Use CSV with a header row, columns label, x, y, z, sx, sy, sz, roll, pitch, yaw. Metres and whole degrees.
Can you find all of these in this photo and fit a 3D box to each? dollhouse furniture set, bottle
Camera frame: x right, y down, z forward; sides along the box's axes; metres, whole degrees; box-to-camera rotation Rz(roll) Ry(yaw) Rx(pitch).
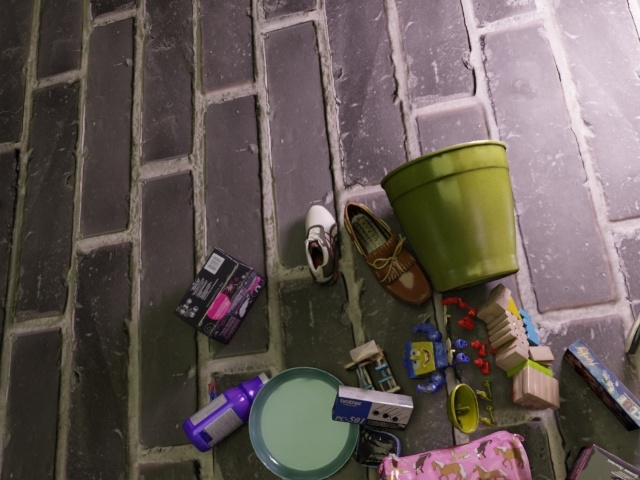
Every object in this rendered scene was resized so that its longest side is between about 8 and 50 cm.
label,x,y,z,sx,sy,sz,roll,pitch,yaw
dollhouse furniture set,0.133,0.378,1.771,0.129,0.183,0.129,-27,66,6
bottle,-0.264,0.500,1.877,0.283,0.118,0.092,-36,46,-11

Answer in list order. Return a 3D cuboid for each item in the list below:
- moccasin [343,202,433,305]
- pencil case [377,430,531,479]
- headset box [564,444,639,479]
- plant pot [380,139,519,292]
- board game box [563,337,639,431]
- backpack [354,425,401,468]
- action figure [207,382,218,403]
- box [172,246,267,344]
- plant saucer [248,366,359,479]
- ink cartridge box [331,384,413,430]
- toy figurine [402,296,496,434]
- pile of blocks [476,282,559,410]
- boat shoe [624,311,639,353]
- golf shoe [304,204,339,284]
label,x,y,z,sx,sy,sz,roll,pitch,yaw
moccasin,0.196,0.033,1.893,0.139,0.147,0.380,-32,66,3
pencil case,0.341,0.605,1.620,0.386,0.167,0.160,-13,26,1
headset box,0.702,0.580,1.474,0.218,0.293,0.110,27,81,24
plant pot,0.393,-0.046,1.782,0.367,0.366,0.352,-17,79,10
board game box,0.722,0.368,1.614,0.042,0.165,0.243,-38,65,1
backpack,0.163,0.574,1.748,0.114,0.084,0.105,5,72,22
action figure,-0.327,0.497,1.949,0.038,0.030,0.115,-9,74,19
box,-0.313,0.176,1.996,0.163,0.142,0.247,28,80,24
plant saucer,-0.047,0.525,1.825,0.318,0.043,0.317,-1,77,5
ink cartridge box,0.142,0.462,1.746,0.207,0.097,0.046,10,32,-4
toy figurine,0.332,0.357,1.776,0.217,0.191,0.362,-20,67,41
pile of blocks,0.533,0.302,1.740,0.112,0.149,0.362,-48,44,44
boat shoe,0.876,0.205,1.670,0.079,0.084,0.233,32,79,24
golf shoe,0.000,0.000,1.980,0.105,0.120,0.272,-14,67,13
